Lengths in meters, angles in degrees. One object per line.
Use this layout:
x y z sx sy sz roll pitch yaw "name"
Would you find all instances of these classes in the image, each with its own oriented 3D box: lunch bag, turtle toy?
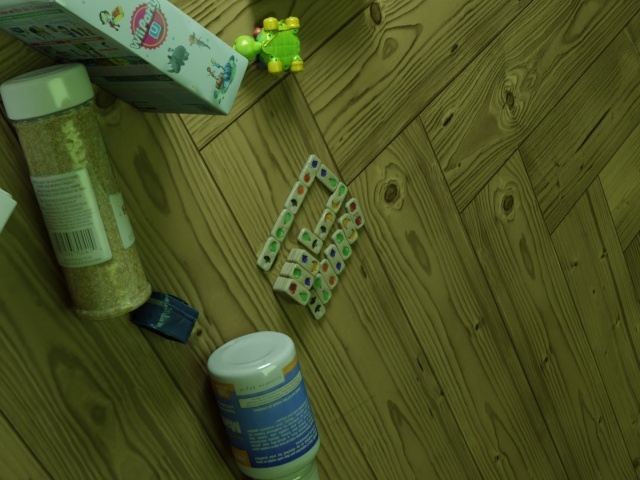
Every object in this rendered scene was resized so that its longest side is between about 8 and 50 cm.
-0.239 0.118 1.596 0.098 0.067 0.065 33 72 -42 "lunch bag"
-0.087 -0.324 1.698 0.130 0.066 0.095 -13 102 -42 "turtle toy"

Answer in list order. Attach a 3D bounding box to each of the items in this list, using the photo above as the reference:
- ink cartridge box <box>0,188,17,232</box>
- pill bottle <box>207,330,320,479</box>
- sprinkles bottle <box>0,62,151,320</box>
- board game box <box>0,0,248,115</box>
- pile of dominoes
-0.526 0.006 1.280 0.172 0.100 0.237 38 69 -40 "ink cartridge box"
-0.086 0.305 1.709 0.152 0.152 0.272 -30 114 -39 "pill bottle"
-0.343 -0.066 1.437 0.121 0.121 0.356 -29 114 -39 "sprinkles bottle"
-0.284 -0.283 1.399 0.303 0.224 0.098 29 75 -43 "board game box"
0.000 0.000 1.838 0.196 0.040 0.251 40 67 -39 "pile of dominoes"
